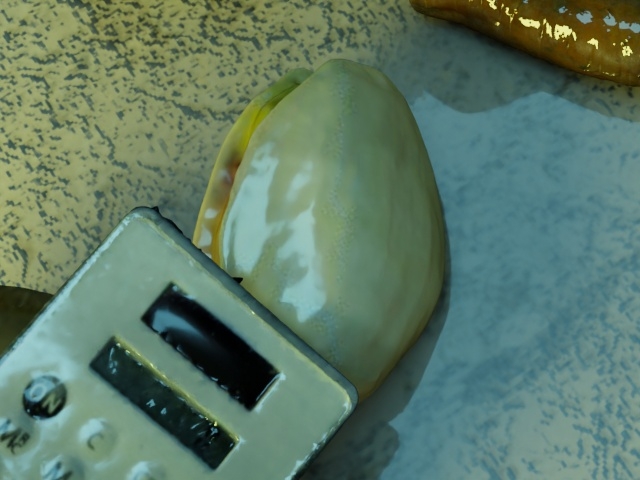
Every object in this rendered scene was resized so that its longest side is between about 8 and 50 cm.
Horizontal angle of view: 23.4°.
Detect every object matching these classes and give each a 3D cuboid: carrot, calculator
[{"bbox_3d":[0.137,-0.133,0.914,0.186,0.060,0.060,18,80,18],"label":"carrot"},{"bbox_3d":[-0.112,0.123,0.766,0.161,0.021,0.262,40,76,-5],"label":"calculator"}]

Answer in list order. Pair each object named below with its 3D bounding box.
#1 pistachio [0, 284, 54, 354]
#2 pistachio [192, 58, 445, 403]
[{"bbox_3d":[-0.145,0.138,0.841,0.260,0.163,0.213,10,101,2],"label":"pistachio"},{"bbox_3d":[0.000,0.000,0.878,0.145,0.117,0.200,18,69,-27],"label":"pistachio"}]
